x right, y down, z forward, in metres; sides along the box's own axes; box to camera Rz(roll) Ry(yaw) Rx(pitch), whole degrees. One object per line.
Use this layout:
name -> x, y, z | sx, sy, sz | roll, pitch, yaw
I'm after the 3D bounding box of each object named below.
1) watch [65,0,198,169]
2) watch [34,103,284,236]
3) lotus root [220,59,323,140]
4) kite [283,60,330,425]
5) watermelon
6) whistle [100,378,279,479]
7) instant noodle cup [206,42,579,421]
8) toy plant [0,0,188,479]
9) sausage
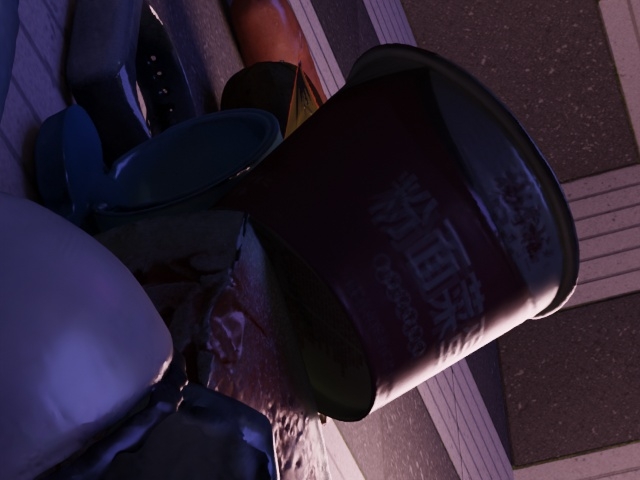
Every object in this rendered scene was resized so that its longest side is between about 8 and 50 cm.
watch -> -0.161, -0.123, 1.445 | 0.206, 0.068, 0.193 | -95, 164, -44
watch -> -0.108, -0.017, 1.256 | 0.211, 0.193, 0.211 | -17, 90, -78
lotus root -> -0.039, -0.084, 1.785 | 0.123, 0.124, 0.241 | 128, -54, -82
kite -> -0.002, 0.000, 1.466 | 0.377, 0.013, 0.327 | -35, 119, -70
watermelon -> -0.105, 0.140, 1.041 | 0.201, 0.213, 0.261 | -86, 158, -54
whistle -> -0.099, 0.225, 0.866 | 0.189, 0.189, 0.348 | -62, 173, -72
instant noodle cup -> 0.039, 0.006, 1.132 | 0.235, 0.178, 0.235 | 39, -28, 26
toy plant -> -0.223, -0.037, 0.734 | 0.247, 0.247, 0.332 | -64, 134, -71
sausage -> -0.018, -0.141, 2.046 | 0.088, 0.088, 0.433 | -83, 155, -58
